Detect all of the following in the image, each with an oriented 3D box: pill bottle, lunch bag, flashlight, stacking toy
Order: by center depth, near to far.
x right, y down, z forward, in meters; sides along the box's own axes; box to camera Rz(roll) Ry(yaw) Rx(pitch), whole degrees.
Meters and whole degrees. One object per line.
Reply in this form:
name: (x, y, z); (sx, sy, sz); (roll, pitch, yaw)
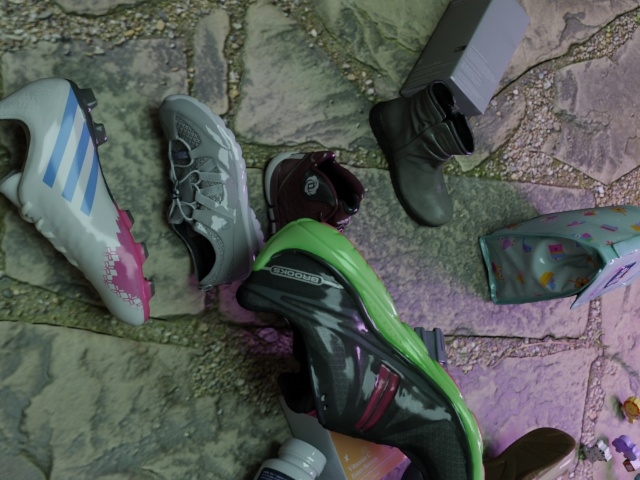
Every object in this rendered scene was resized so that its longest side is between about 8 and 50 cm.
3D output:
pill bottle: (-0.059, 0.369, 1.414); (0.094, 0.094, 0.169); (45, 60, -26)
flashlight: (0.160, 0.292, 1.581); (0.103, 0.103, 0.304); (57, 27, -72)
lunch bag: (0.455, 0.026, 1.762); (0.223, 0.262, 0.160); (-15, 94, -40)
stacking toy: (0.625, 0.441, 1.958); (0.167, 0.052, 0.221); (-33, 90, -36)

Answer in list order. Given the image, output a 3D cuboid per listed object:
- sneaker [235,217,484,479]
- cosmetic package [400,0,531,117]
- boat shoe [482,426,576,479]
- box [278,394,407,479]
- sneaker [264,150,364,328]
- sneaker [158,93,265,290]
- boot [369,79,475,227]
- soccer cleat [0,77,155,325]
sneaker: (0.056, 0.196, 1.392); (0.202, 0.185, 0.483); (-38, 101, -6)
cosmetic package: (0.253, -0.321, 1.725); (0.107, 0.127, 0.238); (41, 60, -28)
boat shoe: (0.300, 0.435, 1.682); (0.341, 0.122, 0.110); (-19, 120, -27)
box: (0.037, 0.280, 1.504); (0.130, 0.091, 0.170); (-30, 104, -37)
sneaker: (0.000, 0.000, 1.459); (0.106, 0.162, 0.281); (-10, 91, -39)
sneaker: (-0.163, -0.063, 1.370); (0.115, 0.105, 0.281); (-29, 104, -37)
boot: (0.188, -0.133, 1.627); (0.083, 0.161, 0.246); (-39, 109, -34)
soccer cleat: (-0.318, -0.036, 1.254); (0.143, 0.116, 0.331); (-20, 96, -23)
